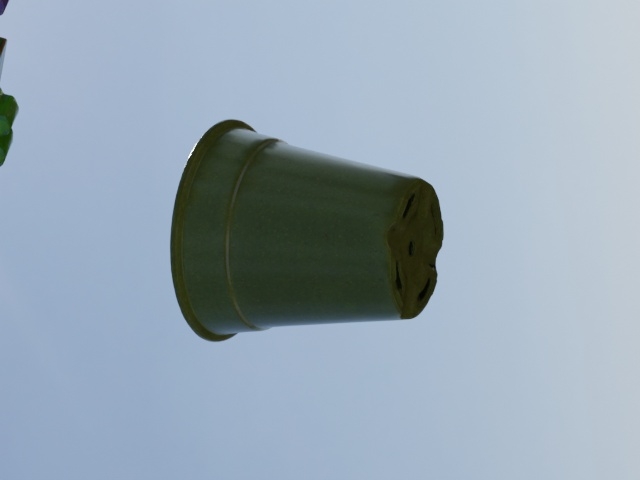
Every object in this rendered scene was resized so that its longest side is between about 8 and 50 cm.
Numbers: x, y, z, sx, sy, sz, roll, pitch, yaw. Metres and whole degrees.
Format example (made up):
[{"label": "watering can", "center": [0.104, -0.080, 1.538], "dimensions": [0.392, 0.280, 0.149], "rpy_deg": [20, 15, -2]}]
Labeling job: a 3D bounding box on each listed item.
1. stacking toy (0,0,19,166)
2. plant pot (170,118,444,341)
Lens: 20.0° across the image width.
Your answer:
[{"label": "stacking toy", "center": [-0.147, -0.062, 0.680], "dimensions": [0.167, 0.052, 0.221], "rpy_deg": [-80, 6, -51]}, {"label": "plant pot", "center": [0.000, 0.000, 0.658], "dimensions": [0.083, 0.079, 0.083], "rpy_deg": [6, -90, -66]}]
